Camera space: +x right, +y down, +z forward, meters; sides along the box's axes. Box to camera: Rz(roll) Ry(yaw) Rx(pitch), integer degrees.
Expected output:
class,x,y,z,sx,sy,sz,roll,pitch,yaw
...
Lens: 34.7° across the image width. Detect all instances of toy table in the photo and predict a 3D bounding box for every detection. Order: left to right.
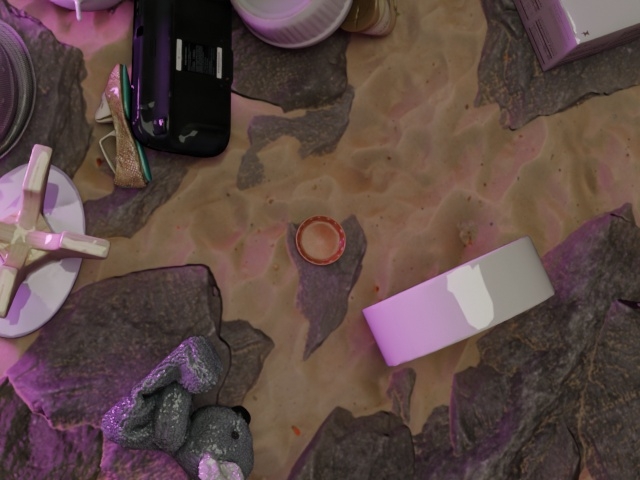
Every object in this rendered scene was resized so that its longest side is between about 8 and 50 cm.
class,x,y,z,sx,sy,sz,roll,pitch,yaw
toy table,-0.439,0.002,1.516,0.252,0.161,0.274,2,79,-11

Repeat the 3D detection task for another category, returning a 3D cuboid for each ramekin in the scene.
class,x,y,z,sx,sy,sz,roll,pitch,yaw
ramekin,-0.055,-0.421,1.650,0.207,0.109,0.207,-1,88,17

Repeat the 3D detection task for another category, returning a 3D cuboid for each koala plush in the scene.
class,x,y,z,sx,sy,sz,roll,pitch,yaw
koala plush,-0.184,0.282,1.516,0.203,0.196,0.221,-42,91,-4

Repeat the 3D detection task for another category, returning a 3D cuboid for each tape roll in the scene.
class,x,y,z,sx,sy,sz,roll,pitch,yaw
tape roll,0.212,0.092,1.571,0.286,0.286,0.100,-23,85,-14

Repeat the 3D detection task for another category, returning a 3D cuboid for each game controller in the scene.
class,x,y,z,sx,sy,sz,roll,pitch,yaw
game controller,-0.219,-0.290,1.645,0.167,0.067,0.319,10,71,-34

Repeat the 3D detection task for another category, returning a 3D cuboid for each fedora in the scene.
class,x,y,z,sx,sy,sz,roll,pitch,yaw
fedora,-0.559,-0.244,1.551,0.244,0.124,0.275,5,80,-11

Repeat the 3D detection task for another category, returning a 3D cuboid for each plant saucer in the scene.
class,x,y,z,sx,sy,sz,roll,pitch,yaw
plant saucer,0.000,0.000,1.682,0.084,0.013,0.083,2,80,-11

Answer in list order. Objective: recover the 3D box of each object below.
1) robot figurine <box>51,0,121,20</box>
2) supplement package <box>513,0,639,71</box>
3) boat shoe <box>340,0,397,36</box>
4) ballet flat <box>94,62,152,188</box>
class,x,y,z,sx,sy,sz,roll,pitch,yaw
robot figurine,-0.350,-0.508,1.600,0.300,0.200,0.353,16,74,27
supplement package,0.453,-0.464,1.787,0.204,0.145,0.261,-20,86,-14
boat shoe,0.055,-0.511,1.739,0.110,0.122,0.341,-3,84,-56
ballet flat,-0.321,-0.179,1.620,0.067,0.073,0.206,-13,79,1
